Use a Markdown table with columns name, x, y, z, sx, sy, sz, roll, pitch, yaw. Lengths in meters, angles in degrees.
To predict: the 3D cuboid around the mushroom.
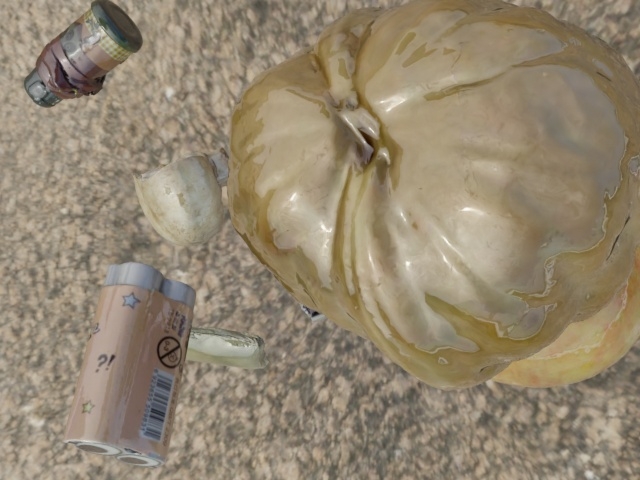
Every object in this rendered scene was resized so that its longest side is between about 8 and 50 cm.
| name | x | y | z | sx | sy | sz | roll | pitch | yaw |
| --- | --- | --- | --- | --- | --- | --- | --- | --- | --- |
| mushroom | -0.268 | -0.086 | 1.503 | 0.195 | 0.253 | 0.189 | -21 | 105 | -20 |

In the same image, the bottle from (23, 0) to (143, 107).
| name | x | y | z | sx | sy | sz | roll | pitch | yaw |
| --- | --- | --- | --- | --- | --- | --- | --- | --- | --- |
| bottle | -0.515 | -0.381 | 1.548 | 0.271 | 0.156 | 0.143 | -34 | 109 | 16 |

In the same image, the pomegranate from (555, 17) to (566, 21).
| name | x | y | z | sx | sy | sz | roll | pitch | yaw |
| --- | --- | --- | --- | --- | --- | --- | --- | --- | --- |
| pomegranate | 0.382 | -0.231 | 1.347 | 0.285 | 0.285 | 0.341 | 37 | 93 | 4 |

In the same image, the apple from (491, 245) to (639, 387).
| name | x | y | z | sx | sy | sz | roll | pitch | yaw |
| --- | --- | --- | --- | --- | --- | --- | --- | --- | --- |
| apple | 0.325 | 0.034 | 1.137 | 0.391 | 0.347 | 0.392 | -12 | 47 | 13 |

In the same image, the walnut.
| name | x | y | z | sx | sy | sz | roll | pitch | yaw |
| --- | --- | --- | --- | --- | --- | --- | --- | --- | --- |
| walnut | 0.091 | -0.036 | 0.528 | 0.296 | 0.285 | 0.285 | -16 | 89 | 31 |

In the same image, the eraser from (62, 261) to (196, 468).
| name | x | y | z | sx | sy | sz | roll | pitch | yaw |
| --- | --- | --- | --- | --- | --- | --- | --- | --- | --- |
| eraser | -0.284 | 0.193 | 1.142 | 0.087 | 0.171 | 0.291 | -20 | 52 | 36 |

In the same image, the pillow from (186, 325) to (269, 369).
| name | x | y | z | sx | sy | sz | roll | pitch | yaw |
| --- | --- | --- | --- | --- | --- | --- | --- | --- | --- |
| pillow | -0.204 | 0.208 | 1.417 | 0.208 | 0.119 | 0.053 | 9 | 52 | 3 |

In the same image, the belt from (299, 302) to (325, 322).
| name | x | y | z | sx | sy | sz | roll | pitch | yaw |
| --- | --- | --- | --- | --- | --- | --- | --- | --- | --- |
| belt | 0.000 | 0.000 | 0.993 | 0.126 | 0.230 | 0.140 | -23 | 122 | -9 |

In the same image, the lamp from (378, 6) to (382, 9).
| name | x | y | z | sx | sy | sz | roll | pitch | yaw |
| --- | --- | --- | --- | --- | --- | --- | --- | --- | --- |
| lamp | 0.151 | -0.330 | 1.404 | 0.101 | 0.101 | 0.250 | -26 | 93 | 4 |
